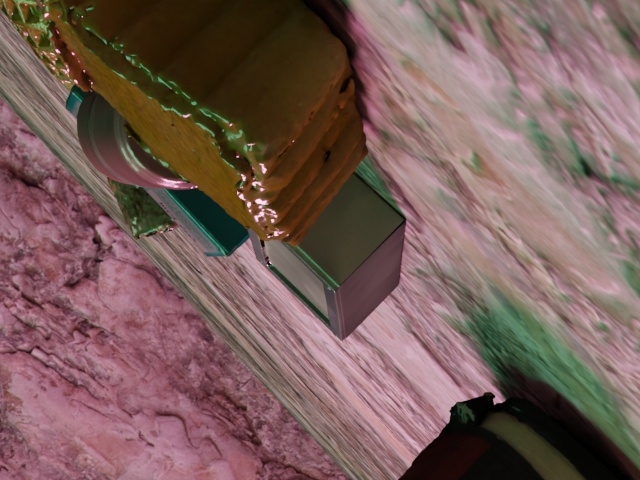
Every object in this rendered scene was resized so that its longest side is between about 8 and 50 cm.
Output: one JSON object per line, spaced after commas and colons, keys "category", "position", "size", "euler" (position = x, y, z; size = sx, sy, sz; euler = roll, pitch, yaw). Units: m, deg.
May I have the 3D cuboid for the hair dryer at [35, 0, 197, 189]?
{"category": "hair dryer", "position": [-0.219, -0.202, 1.268], "size": [0.352, 0.125, 0.210], "euler": [55, 167, -15]}

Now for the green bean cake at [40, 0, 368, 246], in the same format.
{"category": "green bean cake", "position": [-0.078, -0.121, 0.950], "size": [0.230, 0.131, 0.224], "euler": [39, 171, 15]}

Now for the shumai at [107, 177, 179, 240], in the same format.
{"category": "shumai", "position": [-0.178, -0.057, 1.642], "size": [0.145, 0.145, 0.116], "euler": [39, -176, 30]}

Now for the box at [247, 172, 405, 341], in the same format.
{"category": "box", "position": [0.000, 0.000, 1.237], "size": [0.129, 0.086, 0.225], "euler": [43, 170, 12]}

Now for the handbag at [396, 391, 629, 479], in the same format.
{"category": "handbag", "position": [0.166, 0.242, 1.260], "size": [0.181, 0.181, 0.254], "euler": [45, 168, 9]}

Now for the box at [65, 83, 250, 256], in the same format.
{"category": "box", "position": [-0.164, -0.097, 1.488], "size": [0.245, 0.092, 0.153], "euler": [48, 170, -9]}

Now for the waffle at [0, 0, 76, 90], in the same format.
{"category": "waffle", "position": [-0.348, -0.273, 1.624], "size": [0.214, 0.054, 0.208], "euler": [51, 173, 2]}
